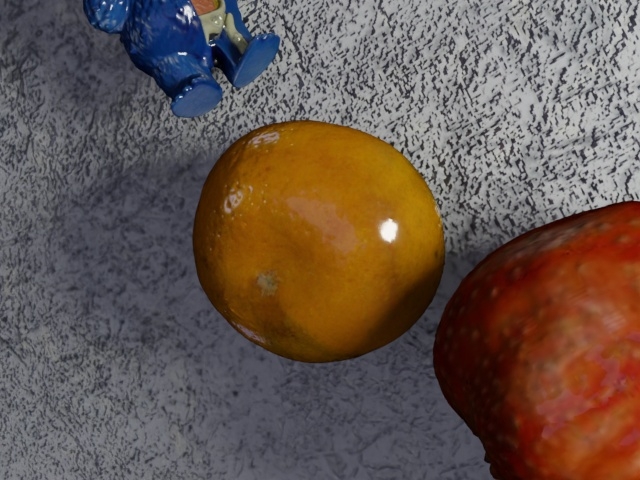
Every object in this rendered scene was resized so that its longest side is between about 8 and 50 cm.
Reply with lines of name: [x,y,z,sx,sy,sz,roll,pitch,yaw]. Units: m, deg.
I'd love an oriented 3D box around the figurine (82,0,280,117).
figurine: [-0.156,-0.241,1.062,0.262,0.164,0.121,68,159,15]

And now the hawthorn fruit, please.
hawthorn fruit: [0.265,0.086,0.853,0.330,0.287,0.287,-42,80,12]

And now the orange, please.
orange: [0.000,0.000,1.000,0.240,0.171,0.240,9,110,25]
